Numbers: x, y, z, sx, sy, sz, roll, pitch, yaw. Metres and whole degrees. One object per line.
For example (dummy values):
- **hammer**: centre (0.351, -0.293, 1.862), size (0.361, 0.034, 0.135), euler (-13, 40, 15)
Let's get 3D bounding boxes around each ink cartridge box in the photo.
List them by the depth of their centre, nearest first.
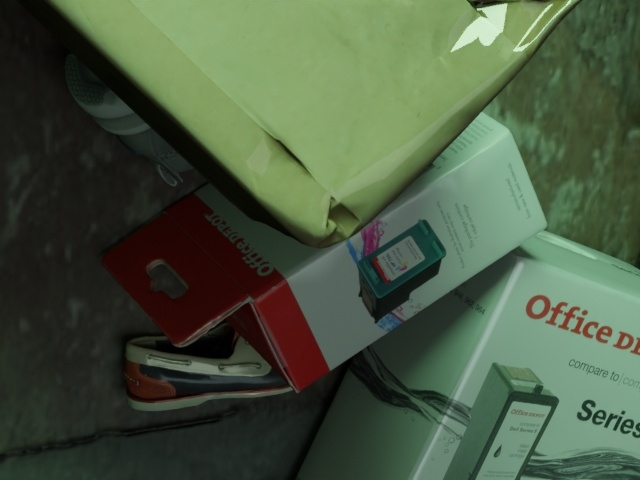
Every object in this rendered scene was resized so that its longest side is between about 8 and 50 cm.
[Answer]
- **ink cartridge box**: centre (0.000, 0.000, 1.166), size (0.231, 0.134, 0.078), euler (-33, 124, -11)
- **ink cartridge box**: centre (0.115, 0.133, 1.300), size (0.198, 0.115, 0.273), euler (19, 102, -34)

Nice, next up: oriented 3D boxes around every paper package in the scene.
- **paper package**: centre (-0.066, -0.158, 0.889), size (0.309, 0.325, 0.168), euler (44, 88, -6)

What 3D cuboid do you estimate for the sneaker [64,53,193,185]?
- **sneaker**: centre (-0.014, -0.144, 1.133), size (0.281, 0.105, 0.115), euler (-35, 140, -4)

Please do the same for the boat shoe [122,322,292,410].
- **boat shoe**: centre (-0.058, 0.073, 1.223), size (0.137, 0.049, 0.043), euler (-9, 114, -20)
